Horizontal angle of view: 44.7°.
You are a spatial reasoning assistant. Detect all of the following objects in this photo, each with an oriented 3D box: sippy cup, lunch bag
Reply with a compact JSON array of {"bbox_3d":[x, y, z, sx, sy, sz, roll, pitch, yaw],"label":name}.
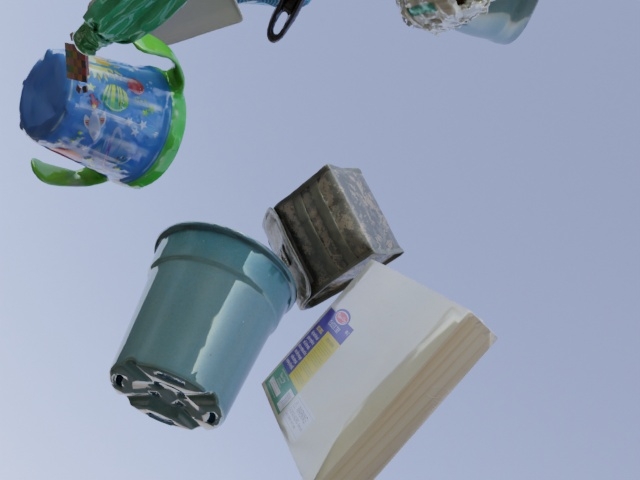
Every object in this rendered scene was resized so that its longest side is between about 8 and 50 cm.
[{"bbox_3d":[-0.397,-0.228,1.384,0.240,0.224,0.306,19,-88,39],"label":"sippy cup"},{"bbox_3d":[0.000,0.000,1.764,0.287,0.169,0.235,-36,-109,30],"label":"lunch bag"}]

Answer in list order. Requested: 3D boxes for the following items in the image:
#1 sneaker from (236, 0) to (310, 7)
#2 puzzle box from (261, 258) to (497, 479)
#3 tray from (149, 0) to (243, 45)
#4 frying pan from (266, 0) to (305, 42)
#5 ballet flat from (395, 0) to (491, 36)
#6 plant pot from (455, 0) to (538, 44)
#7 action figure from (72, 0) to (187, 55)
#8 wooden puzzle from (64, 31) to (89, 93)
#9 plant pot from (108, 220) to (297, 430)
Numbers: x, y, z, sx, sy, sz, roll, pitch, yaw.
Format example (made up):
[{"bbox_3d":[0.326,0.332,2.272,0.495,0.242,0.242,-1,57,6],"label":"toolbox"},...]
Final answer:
[{"bbox_3d":[-0.122,-0.501,1.516,0.092,0.228,0.088,-118,-150,-56],"label":"sneaker"},{"bbox_3d":[0.053,0.166,1.050,0.052,0.409,0.272,42,-92,-13],"label":"puzzle box"},{"bbox_3d":[-0.261,-0.450,1.451,0.270,0.030,0.145,-4,-61,38],"label":"tray"},{"bbox_3d":[-0.005,-0.382,0.892,0.326,0.053,0.197,-27,-72,33],"label":"frying pan"},{"bbox_3d":[0.258,-0.388,0.889,0.409,0.147,0.147,-46,-110,2],"label":"ballet flat"},{"bbox_3d":[0.220,-0.465,1.214,0.196,0.293,0.293,5,-71,-7],"label":"plant pot"},{"bbox_3d":[-0.177,-0.282,0.824,0.232,0.137,0.063,-42,-112,8],"label":"action figure"},{"bbox_3d":[-0.335,-0.245,1.073,0.049,0.006,0.083,19,-64,38],"label":"wooden puzzle"},{"bbox_3d":[-0.259,0.195,1.648,0.341,0.334,0.341,13,-38,10],"label":"plant pot"}]
